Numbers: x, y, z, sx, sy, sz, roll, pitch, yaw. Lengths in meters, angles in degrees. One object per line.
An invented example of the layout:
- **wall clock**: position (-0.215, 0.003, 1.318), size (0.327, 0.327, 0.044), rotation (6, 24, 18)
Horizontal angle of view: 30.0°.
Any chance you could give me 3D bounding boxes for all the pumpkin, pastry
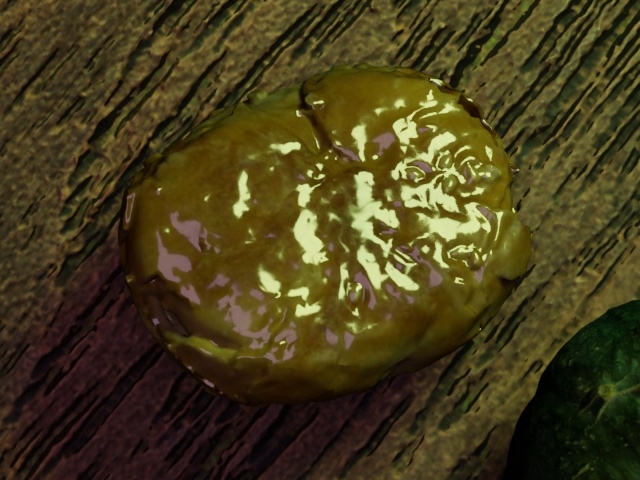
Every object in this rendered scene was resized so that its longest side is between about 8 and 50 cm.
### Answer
- **pumpkin**: position (0.228, 0.176, 0.846), size (0.196, 0.263, 0.293), rotation (22, 90, 13)
- **pastry**: position (0.000, 0.000, 0.917), size (0.310, 0.162, 0.255), rotation (-17, 71, -13)
